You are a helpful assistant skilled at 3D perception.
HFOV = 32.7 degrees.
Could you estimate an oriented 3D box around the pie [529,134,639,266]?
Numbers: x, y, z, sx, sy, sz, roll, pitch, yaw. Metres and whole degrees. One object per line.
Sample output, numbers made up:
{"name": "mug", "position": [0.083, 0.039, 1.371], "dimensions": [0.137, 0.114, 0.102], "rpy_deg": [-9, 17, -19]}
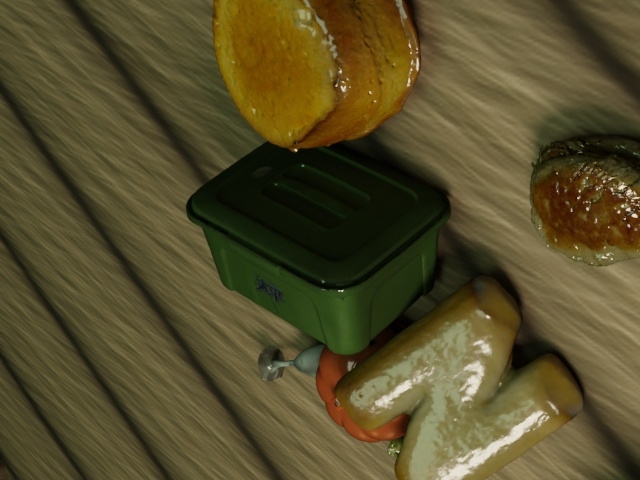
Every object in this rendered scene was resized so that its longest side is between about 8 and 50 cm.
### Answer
{"name": "pie", "position": [0.330, -0.043, 1.295], "dimensions": [0.193, 0.079, 0.163], "rpy_deg": [-1, 115, 45]}

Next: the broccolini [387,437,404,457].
{"name": "broccolini", "position": [0.237, 0.454, 1.675], "dimensions": [0.392, 0.074, 0.079], "rpy_deg": [39, 129, 23]}

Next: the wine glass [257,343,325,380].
{"name": "wine glass", "position": [-0.020, 0.202, 1.825], "dimensions": [0.198, 0.066, 0.066], "rpy_deg": [-11, 103, 47]}

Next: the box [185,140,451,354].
{"name": "box", "position": [0.000, 0.000, 1.556], "dimensions": [0.328, 0.252, 0.178], "rpy_deg": [30, 144, 34]}

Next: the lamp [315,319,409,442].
{"name": "lamp", "position": [0.078, 0.213, 1.641], "dimensions": [0.187, 0.164, 0.188], "rpy_deg": [25, 126, 39]}

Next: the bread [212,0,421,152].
{"name": "bread", "position": [-0.013, -0.269, 1.458], "dimensions": [0.312, 0.172, 0.312], "rpy_deg": [27, 132, 35]}

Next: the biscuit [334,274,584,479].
{"name": "biscuit", "position": [0.186, 0.213, 1.497], "dimensions": [0.290, 0.062, 0.237], "rpy_deg": [-37, 87, 18]}
